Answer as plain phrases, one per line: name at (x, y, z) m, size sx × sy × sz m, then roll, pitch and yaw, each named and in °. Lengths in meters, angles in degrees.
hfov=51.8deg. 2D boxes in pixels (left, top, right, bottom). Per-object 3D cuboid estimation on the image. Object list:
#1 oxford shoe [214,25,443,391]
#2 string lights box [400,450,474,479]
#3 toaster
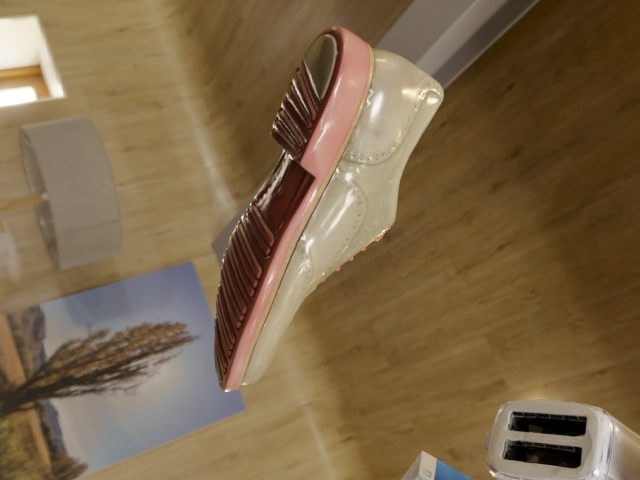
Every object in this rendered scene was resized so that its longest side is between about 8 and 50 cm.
oxford shoe at (0.000, 0.000, 0.584) m, size 0.348 × 0.130 × 0.123 m, roll -64°, pitch -152°, yaw 24°
string lights box at (0.287, 0.560, 1.348) m, size 0.260 × 0.076 × 0.133 m, roll 29°, pitch -63°, yaw 2°
toaster at (0.333, 0.291, 0.878) m, size 0.227 × 0.146 × 0.129 m, roll -9°, pitch -128°, yaw 48°
